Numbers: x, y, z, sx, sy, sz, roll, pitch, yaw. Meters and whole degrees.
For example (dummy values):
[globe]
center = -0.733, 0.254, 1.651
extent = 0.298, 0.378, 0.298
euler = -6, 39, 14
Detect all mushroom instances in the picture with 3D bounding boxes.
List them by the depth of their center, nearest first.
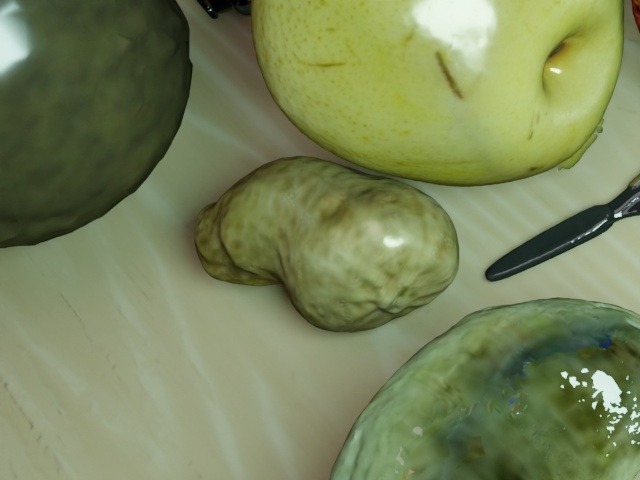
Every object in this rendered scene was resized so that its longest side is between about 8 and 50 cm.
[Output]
[mushroom]
center = 0.141, 0.162, 1.383
extent = 0.344, 0.130, 0.247
euler = -37, 56, -18

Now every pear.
[pear]
center = 0.095, -0.188, 1.583
extent = 0.309, 0.309, 0.309
euler = -14, 54, 20

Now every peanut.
[peanut]
center = 0.000, 0.000, 1.628
extent = 0.253, 0.122, 0.137
euler = 20, 81, 38

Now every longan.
[longan]
center = -0.301, -0.182, 1.737
extent = 0.391, 0.391, 0.391
euler = -14, 54, 20

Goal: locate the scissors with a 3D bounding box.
[scissors]
center = 0.232, -0.020, 1.583
extent = 0.220, 0.017, 0.088
euler = -28, 54, 10

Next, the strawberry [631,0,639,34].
[strawberry]
center = 0.378, -0.200, 1.470
extent = 0.288, 0.238, 0.250
euler = 22, 59, 11

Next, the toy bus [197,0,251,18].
[toy bus]
center = -0.037, -0.301, 1.859
extent = 0.201, 0.098, 0.114
euler = -17, 54, 20
